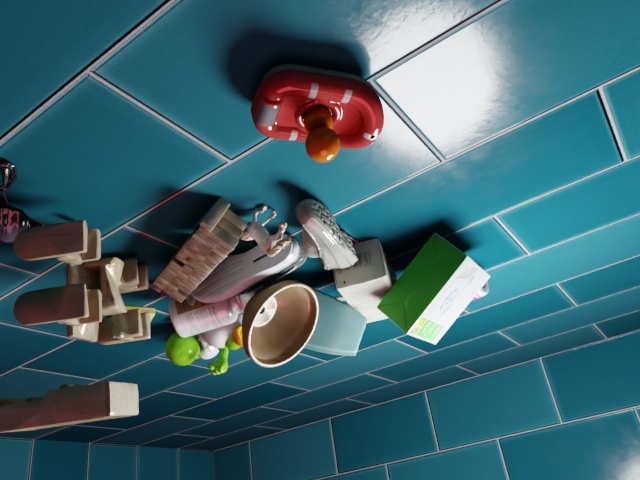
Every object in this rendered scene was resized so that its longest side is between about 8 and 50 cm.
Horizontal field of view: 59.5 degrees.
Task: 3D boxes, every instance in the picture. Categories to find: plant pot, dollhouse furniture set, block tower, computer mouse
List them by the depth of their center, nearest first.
[{"bbox_3d":[-0.629,-0.068,1.118,0.071,0.041,0.242,10,140,-15],"label":"computer mouse"},{"bbox_3d":[-0.563,0.203,1.242,0.256,0.395,0.362,-9,163,1],"label":"dollhouse furniture set"},{"bbox_3d":[-0.292,0.036,1.339,0.097,0.091,0.335,36,136,-12],"label":"block tower"},{"bbox_3d":[-0.125,0.204,1.482,0.109,0.237,0.237,27,179,42],"label":"plant pot"},{"bbox_3d":[0.010,0.245,1.636,0.234,0.166,0.166,18,165,9],"label":"plant pot"}]

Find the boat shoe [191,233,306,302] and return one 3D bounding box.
[{"bbox_3d":[-0.185,0.093,1.471,0.335,0.121,0.119,-21,149,20],"label":"boat shoe"}]

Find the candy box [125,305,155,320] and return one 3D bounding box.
[{"bbox_3d":[-0.594,0.259,1.753,0.105,0.027,0.206,10,146,-26],"label":"candy box"}]

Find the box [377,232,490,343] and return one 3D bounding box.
[{"bbox_3d":[0.319,0.141,1.569,0.262,0.126,0.231,-53,144,5],"label":"box"}]

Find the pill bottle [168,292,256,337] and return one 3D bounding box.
[{"bbox_3d":[-0.299,0.180,1.581,0.229,0.131,0.131,-17,151,0],"label":"pill bottle"}]

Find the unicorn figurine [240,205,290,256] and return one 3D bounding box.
[{"bbox_3d":[-0.138,-0.022,1.311,0.060,0.162,0.111,26,109,-39],"label":"unicorn figurine"}]

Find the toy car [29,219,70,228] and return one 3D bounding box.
[{"bbox_3d":[-0.591,-0.015,1.237,0.121,0.060,0.040,1,-178,-5],"label":"toy car"}]

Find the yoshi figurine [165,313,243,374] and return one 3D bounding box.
[{"bbox_3d":[-0.365,0.313,1.770,0.203,0.204,0.362,30,138,-27],"label":"yoshi figurine"}]

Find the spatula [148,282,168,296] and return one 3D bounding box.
[{"bbox_3d":[-0.490,0.125,1.537,0.296,0.030,0.084,7,150,-27],"label":"spatula"}]

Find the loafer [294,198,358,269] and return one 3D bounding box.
[{"bbox_3d":[0.000,0.000,1.368,0.111,0.112,0.319,-24,149,9],"label":"loafer"}]

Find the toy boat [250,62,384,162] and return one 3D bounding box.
[{"bbox_3d":[0.000,-0.200,0.965,0.230,0.151,0.151,3,150,-20],"label":"toy boat"}]

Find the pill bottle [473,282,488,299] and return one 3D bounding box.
[{"bbox_3d":[0.421,0.156,1.771,0.193,0.108,0.108,-31,144,34],"label":"pill bottle"}]

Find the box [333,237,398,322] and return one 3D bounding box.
[{"bbox_3d":[0.146,0.127,1.626,0.147,0.121,0.311,-15,151,10],"label":"box"}]

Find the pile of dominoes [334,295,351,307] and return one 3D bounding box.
[{"bbox_3d":[0.085,0.242,1.902,0.251,0.040,0.196,-14,151,10],"label":"pile of dominoes"}]
